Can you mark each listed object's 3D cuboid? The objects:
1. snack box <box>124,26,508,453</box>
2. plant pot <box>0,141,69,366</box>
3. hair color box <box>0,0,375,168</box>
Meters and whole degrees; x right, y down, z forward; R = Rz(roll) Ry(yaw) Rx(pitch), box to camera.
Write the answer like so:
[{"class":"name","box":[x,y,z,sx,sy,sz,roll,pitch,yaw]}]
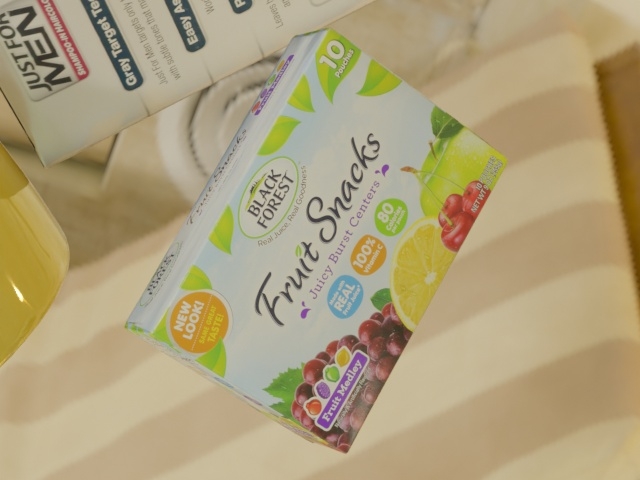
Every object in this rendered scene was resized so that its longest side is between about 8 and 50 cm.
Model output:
[{"class":"snack box","box":[0.000,0.000,0.705,0.100,0.141,0.037,33,-12,-22]},{"class":"plant pot","box":[-0.301,-0.024,0.937,0.239,0.254,0.254,60,23,-24]},{"class":"hair color box","box":[-0.056,-0.205,1.045,0.347,0.174,0.105,-28,44,-5]}]
